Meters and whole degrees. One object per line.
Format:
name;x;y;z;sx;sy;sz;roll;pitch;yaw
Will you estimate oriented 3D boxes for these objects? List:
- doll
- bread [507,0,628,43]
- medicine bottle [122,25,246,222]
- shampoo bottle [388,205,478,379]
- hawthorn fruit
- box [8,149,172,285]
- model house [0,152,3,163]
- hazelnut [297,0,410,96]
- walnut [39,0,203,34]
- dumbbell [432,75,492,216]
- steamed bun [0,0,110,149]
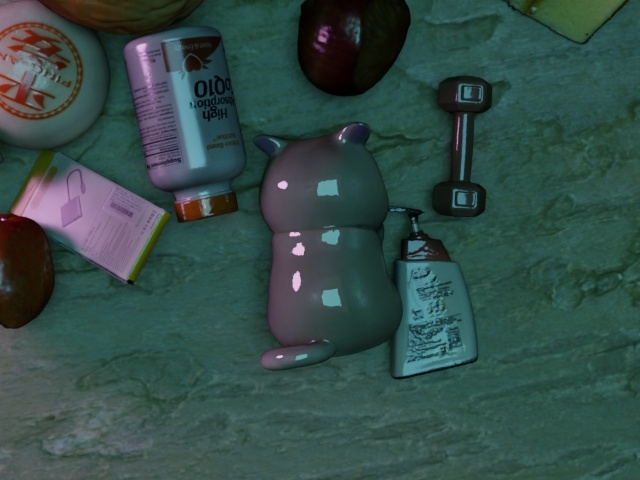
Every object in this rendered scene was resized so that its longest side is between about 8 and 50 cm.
doll;0.011;0.018;1.678;0.215;0.226;0.371;-3;82;23
bread;0.388;-0.432;1.717;0.240;0.178;0.135;28;87;-9
medicine bottle;-0.203;-0.177;1.664;0.157;0.157;0.289;-12;94;-6
shampoo bottle;0.168;0.075;1.766;0.153;0.071;0.284;-10;91;-4
hawthorn fruit;-0.490;0.047;1.635;0.189;0.189;0.189;0;92;-7
box;-0.362;-0.042;1.673;0.247;0.033;0.129;29;89;19
model house;-0.618;-0.156;1.631;0.188;0.122;0.229;-41;99;-2
hazelnut;0.056;-0.335;1.703;0.170;0.160;0.202;50;48;-18
walnut;-0.299;-0.450;1.575;0.332;0.333;0.333;0;92;-7
dumbbell;0.233;-0.154;1.757;0.092;0.082;0.231;3;92;-8
steamed bun;-0.441;-0.255;1.636;0.231;0.145;0.232;0;92;-7
